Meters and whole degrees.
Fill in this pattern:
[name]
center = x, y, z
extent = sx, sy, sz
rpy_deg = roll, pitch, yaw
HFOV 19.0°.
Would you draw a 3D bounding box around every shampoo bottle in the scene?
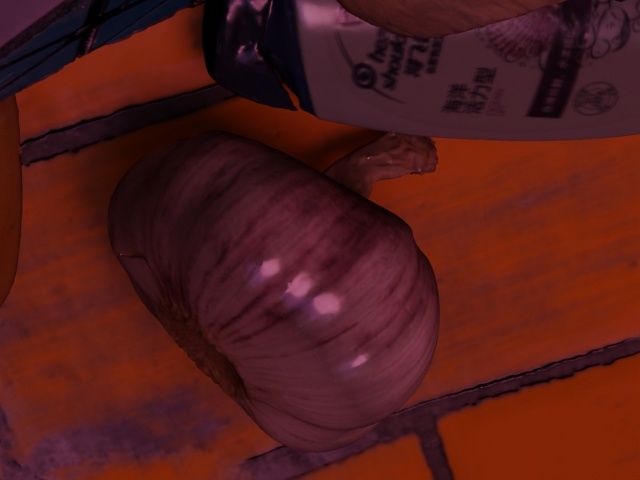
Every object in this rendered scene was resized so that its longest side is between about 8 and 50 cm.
[shampoo bottle]
center = 0.099, -0.133, 1.321
extent = 0.359, 0.078, 0.134
rpy_deg = 1, 122, -15

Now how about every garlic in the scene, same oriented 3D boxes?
[garlic]
center = 0.000, 0.000, 1.316
extent = 0.253, 0.245, 0.245
rpy_deg = -45, 125, -25

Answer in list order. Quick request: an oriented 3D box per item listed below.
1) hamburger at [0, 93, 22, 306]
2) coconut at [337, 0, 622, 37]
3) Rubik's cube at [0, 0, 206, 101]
[hamburger]
center = -0.345, -0.051, 1.214
extent = 0.304, 0.174, 0.284
rpy_deg = -3, 108, -20
[coconut]
center = 0.098, -0.333, 1.042
extent = 0.404, 0.404, 0.404
rpy_deg = -6, 120, -10
[Rubik's cube]
center = -0.165, -0.182, 1.119
extent = 0.233, 0.228, 0.229
rpy_deg = 2, 128, -10
